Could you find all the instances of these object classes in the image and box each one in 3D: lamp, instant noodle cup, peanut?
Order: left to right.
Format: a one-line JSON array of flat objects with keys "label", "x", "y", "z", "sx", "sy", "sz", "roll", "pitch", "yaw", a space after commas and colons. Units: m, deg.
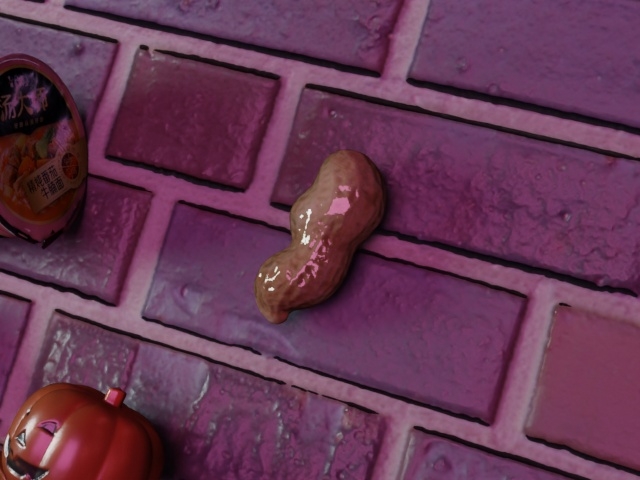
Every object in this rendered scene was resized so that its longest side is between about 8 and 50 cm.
[{"label": "instant noodle cup", "x": -0.461, "y": -0.099, "z": 1.787, "sx": 0.255, "sy": 0.244, "sz": 0.244, "roll": -8, "pitch": 76, "yaw": 27}, {"label": "lamp", "x": -0.274, "y": 0.245, "z": 1.653, "sx": 0.187, "sy": 0.187, "sz": 0.164, "roll": 29, "pitch": 92, "yaw": 23}, {"label": "peanut", "x": -0.001, "y": 0.000, "z": 1.655, "sx": 0.104, "sy": 0.085, "sz": 0.228, "roll": 30, "pitch": 92, "yaw": 32}]

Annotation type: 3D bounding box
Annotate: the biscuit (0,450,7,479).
[{"label": "biscuit", "x": -0.467, "y": 0.409, "z": 1.754, "sx": 0.306, "sy": 0.043, "sz": 0.284, "roll": -8, "pitch": 78, "yaw": 21}]
